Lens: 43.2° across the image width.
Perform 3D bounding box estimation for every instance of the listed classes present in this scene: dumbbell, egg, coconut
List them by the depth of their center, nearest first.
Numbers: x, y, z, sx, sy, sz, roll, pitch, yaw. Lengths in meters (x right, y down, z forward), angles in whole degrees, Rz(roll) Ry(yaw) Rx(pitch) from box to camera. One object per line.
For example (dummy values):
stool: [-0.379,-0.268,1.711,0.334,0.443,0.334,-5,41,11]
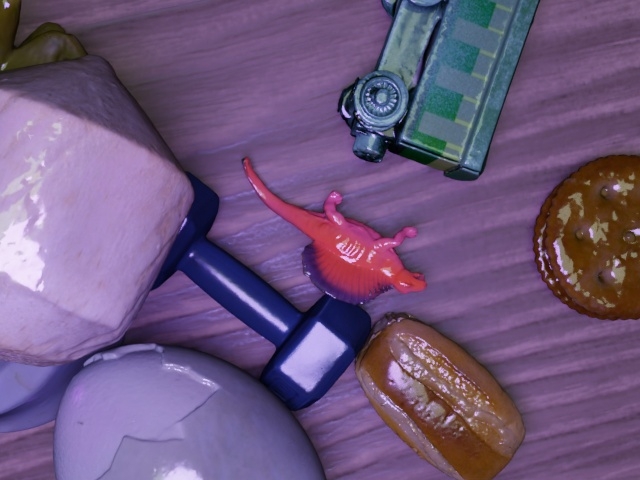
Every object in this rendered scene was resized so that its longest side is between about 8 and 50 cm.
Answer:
coconut: [-0.274,-0.043,0.799,0.329,0.329,0.328,0,89,-1]
egg: [-0.163,0.270,0.936,0.336,0.278,0.278,40,89,1]
dumbbell: [-0.099,0.063,1.006,0.325,0.160,0.144,38,119,1]

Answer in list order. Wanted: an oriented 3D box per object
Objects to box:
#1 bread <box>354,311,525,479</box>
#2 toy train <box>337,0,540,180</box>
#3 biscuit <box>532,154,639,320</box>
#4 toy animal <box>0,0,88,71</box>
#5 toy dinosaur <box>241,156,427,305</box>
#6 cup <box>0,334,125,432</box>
bread: [0.148,0.200,1.030,0.236,0.106,0.140,42,91,0]
toy train: [0.150,-0.228,1.029,0.203,0.120,0.300,19,89,-5]
biscuit: [0.391,-0.002,1.058,0.221,0.066,0.220,0,88,-4]
toy animal: [-0.357,-0.205,0.992,0.363,0.181,0.180,15,98,0]
toy dinosaur: [0.000,0.007,1.013,0.286,0.070,0.139,27,52,1]
cup: [-0.423,0.079,0.990,0.348,0.163,0.346,0,89,-2]
